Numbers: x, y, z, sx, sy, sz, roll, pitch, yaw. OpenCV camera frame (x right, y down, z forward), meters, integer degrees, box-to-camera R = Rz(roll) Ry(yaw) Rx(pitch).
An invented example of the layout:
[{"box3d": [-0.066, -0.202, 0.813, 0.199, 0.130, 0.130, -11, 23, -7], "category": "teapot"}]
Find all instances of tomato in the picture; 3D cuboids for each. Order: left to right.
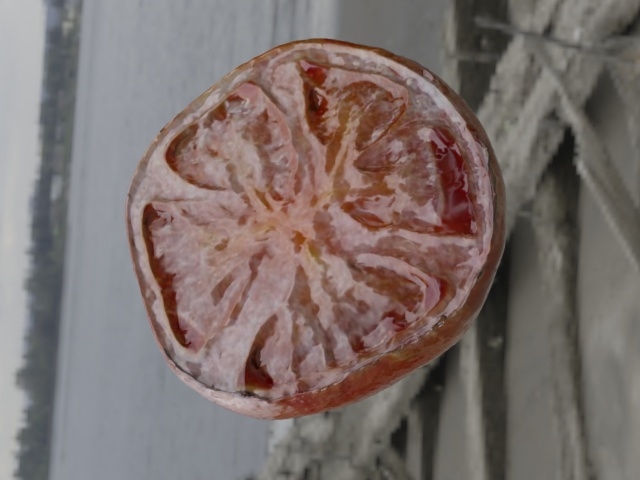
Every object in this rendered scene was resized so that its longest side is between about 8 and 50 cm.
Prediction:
[{"box3d": [0.000, 0.000, 0.875, 0.095, 0.237, 0.237, 52, -144, -65], "category": "tomato"}]
